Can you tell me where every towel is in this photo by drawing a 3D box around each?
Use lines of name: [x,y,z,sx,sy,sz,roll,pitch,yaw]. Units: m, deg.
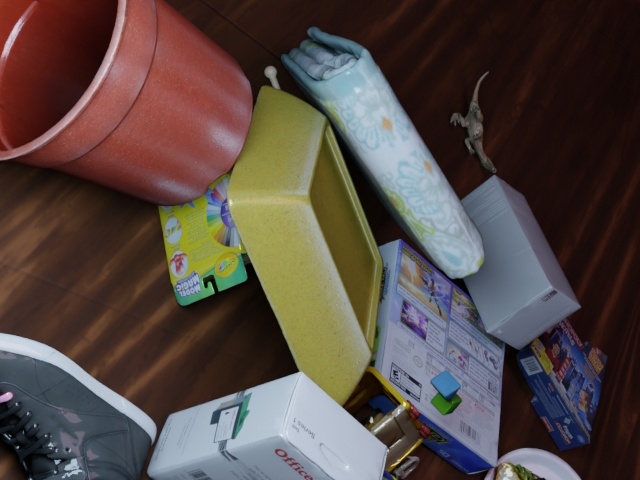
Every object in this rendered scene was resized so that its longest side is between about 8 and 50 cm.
towel: [0.084,-0.132,1.837,0.320,0.090,0.374,53,1,-18]

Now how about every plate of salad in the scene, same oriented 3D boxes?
plate of salad: [0.329,0.405,2.007,0.200,0.048,0.199,10,65,-22]

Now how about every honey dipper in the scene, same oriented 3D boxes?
honey dipper: [-0.046,-0.172,1.905,0.030,0.030,0.160,-13,78,-52]

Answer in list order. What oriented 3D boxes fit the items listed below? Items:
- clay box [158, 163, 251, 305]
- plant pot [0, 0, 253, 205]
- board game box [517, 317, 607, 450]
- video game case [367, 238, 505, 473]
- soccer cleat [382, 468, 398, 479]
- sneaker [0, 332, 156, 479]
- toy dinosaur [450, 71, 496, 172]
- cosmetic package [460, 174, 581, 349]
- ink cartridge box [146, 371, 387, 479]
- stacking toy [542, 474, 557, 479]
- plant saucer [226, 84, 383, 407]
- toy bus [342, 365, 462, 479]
clay box: [-0.137,-0.040,1.642,0.053,0.127,0.222,4,70,-49]
plant pot: [-0.230,-0.173,1.505,0.265,0.272,0.272,27,52,-50]
board game box: [0.402,0.210,2.230,0.194,0.060,0.194,58,37,-12]
video game case: [0.163,0.170,1.956,0.269,0.061,0.244,39,46,-32]
soccer cleat: [0.075,0.315,1.665,0.289,0.093,0.121,45,30,-78]
sneaker: [-0.283,0.203,1.358,0.296,0.105,0.146,38,41,-39]
toy dinosaur: [0.259,-0.203,2.285,0.093,0.053,0.183,18,65,-63]
cosmetic package: [0.284,0.033,2.060,0.107,0.127,0.238,28,33,-47]
ink cartridge box: [-0.058,0.248,1.516,0.160,0.219,0.092,44,43,-28]
stacking toy: [0.413,0.459,2.124,0.221,0.052,0.166,16,61,-47]
plant saucer: [0.000,0.000,1.688,0.333,0.081,0.332,-79,150,-60]
toy bus: [0.070,0.237,1.769,0.191,0.202,0.104,-15,54,-46]
